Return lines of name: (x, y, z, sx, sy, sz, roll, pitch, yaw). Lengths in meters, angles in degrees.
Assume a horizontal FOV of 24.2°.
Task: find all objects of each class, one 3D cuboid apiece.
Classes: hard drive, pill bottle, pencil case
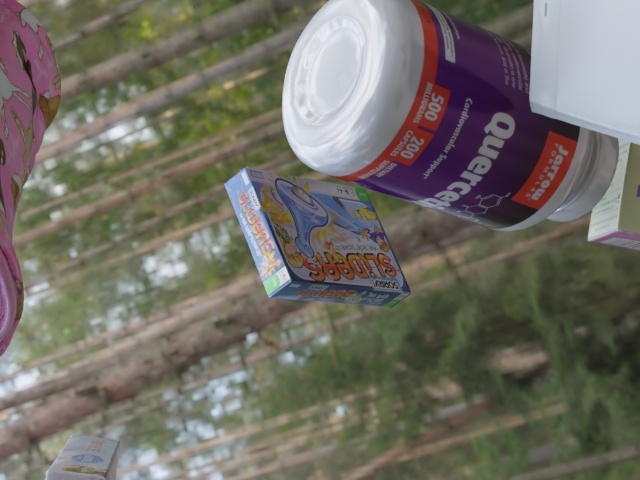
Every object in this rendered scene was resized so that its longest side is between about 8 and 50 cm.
hard drive: (0.307, -0.163, 1.209, 0.040, 0.307, 0.203, -25, -54, -39)
pill bottle: (0.134, -0.116, 1.443, 0.323, 0.181, 0.182, 16, -125, -34)
pencil case: (-0.272, -0.057, 1.059, 0.160, 0.167, 0.386, 15, -153, -14)

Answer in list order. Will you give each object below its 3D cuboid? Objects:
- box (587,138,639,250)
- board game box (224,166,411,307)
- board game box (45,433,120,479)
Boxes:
box: (0.412, -0.100, 1.557, 0.117, 0.213, 0.243, 136, 144, -83)
board game box: (0.000, 0.000, 1.555, 0.201, 0.035, 0.136, 7, -126, -51)
board game box: (-0.281, 0.396, 1.677, 0.318, 0.065, 0.318, -178, 95, -85)
